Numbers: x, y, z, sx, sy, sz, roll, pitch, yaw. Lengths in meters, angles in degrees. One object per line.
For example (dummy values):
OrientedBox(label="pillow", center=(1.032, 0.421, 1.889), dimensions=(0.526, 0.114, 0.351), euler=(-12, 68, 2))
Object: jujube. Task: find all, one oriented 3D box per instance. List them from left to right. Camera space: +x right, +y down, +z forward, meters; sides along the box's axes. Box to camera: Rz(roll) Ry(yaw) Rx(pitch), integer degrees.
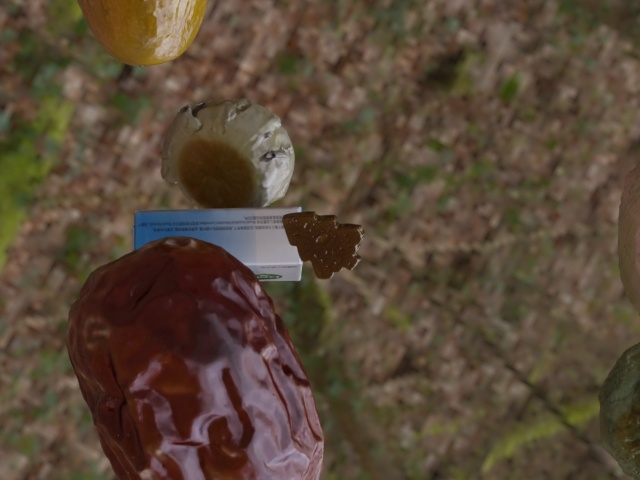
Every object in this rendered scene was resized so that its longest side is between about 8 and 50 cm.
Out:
OrientedBox(label="jujube", center=(-0.096, 0.121, 1.497), dimensions=(0.174, 0.174, 0.250), euler=(-28, 99, -65))

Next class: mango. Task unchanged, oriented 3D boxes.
OrientedBox(label="mango", center=(-0.161, -0.276, 1.620), dimensions=(0.109, 0.157, 0.262), euler=(-15, 108, -30))

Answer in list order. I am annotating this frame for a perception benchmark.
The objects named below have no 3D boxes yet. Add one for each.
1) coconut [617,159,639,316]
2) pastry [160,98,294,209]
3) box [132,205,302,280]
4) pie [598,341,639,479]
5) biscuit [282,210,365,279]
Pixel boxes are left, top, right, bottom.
OrientedBox(label="coconut", center=(0.494, 0.011, 2.324), dimensions=(0.254, 0.297, 0.297), euler=(-24, 173, 15))
OrientedBox(label="pastry", center=(-0.111, -0.098, 2.305), dimensions=(0.088, 0.166, 0.166), euler=(-48, 160, -57))
OrientedBox(label="box", center=(-0.119, 0.006, 2.225), dimensions=(0.139, 0.194, 0.073), euler=(99, -10, -81))
OrientedBox(label="pie", center=(0.405, 0.197, 2.160), dimensions=(0.187, 0.187, 0.041), euler=(-59, 167, -13))
OrientedBox(label="biscuit", center=(0.000, 0.000, 1.946), dimensions=(0.082, 0.092, 0.016), euler=(-55, -174, 37))
